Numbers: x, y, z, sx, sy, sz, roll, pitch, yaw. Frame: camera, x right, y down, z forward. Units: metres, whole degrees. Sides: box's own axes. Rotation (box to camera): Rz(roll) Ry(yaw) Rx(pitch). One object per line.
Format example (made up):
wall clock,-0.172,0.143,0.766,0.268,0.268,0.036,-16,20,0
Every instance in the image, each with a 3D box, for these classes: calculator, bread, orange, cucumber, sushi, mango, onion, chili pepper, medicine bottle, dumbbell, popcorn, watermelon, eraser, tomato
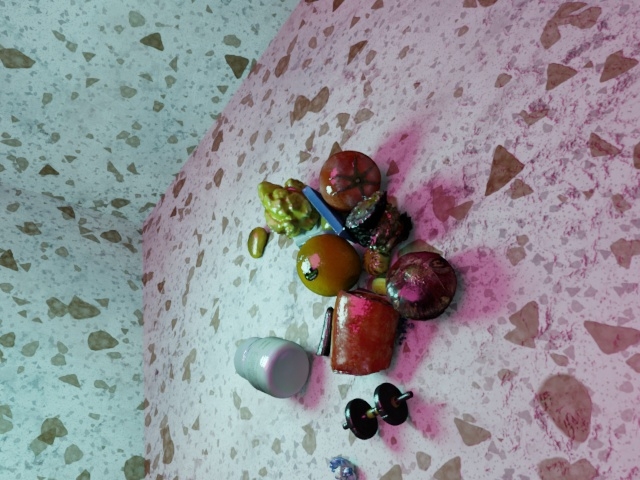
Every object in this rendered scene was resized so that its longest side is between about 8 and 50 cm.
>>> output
calculator,0.000,0.000,2.058,0.246,0.141,0.045,-20,71,44
bread,0.224,0.072,1.818,0.130,0.071,0.139,30,97,56
orange,0.034,0.103,1.875,0.274,0.274,0.274,-23,57,42
cucumber,0.029,0.384,1.920,0.052,0.058,0.214,121,162,-74
sushi,0.227,-0.056,1.751,0.238,0.219,0.225,-58,16,-16
mango,-0.354,0.010,2.515,0.115,0.090,0.177,15,94,44
onion,0.343,0.156,1.544,0.246,0.190,0.246,-21,45,23
chili pepper,0.164,0.339,1.685,0.252,0.229,0.305,6,93,21
mango,0.068,-0.124,2.074,0.122,0.086,0.191,33,101,53
medicine bottle,-0.222,0.544,1.998,0.302,0.241,0.241,0,74,50
dumbbell,0.192,0.591,1.569,0.325,0.143,0.143,-41,47,32
popcorn,-0.136,-0.182,2.212,0.290,0.326,0.321,-20,100,38
watermelon,0.275,0.163,1.747,0.182,0.075,0.092,3,121,52
eraser,0.046,-0.113,1.945,0.042,0.144,0.312,-48,53,13
tomato,0.118,-0.249,1.933,0.265,0.265,0.264,-23,57,42

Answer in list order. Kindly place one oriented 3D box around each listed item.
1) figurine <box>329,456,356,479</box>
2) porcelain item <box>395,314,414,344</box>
figurine,0.074,0.836,1.650,0.114,0.079,0.114,11,118,22
porcelain item,0.308,0.312,1.651,0.075,0.021,0.136,-13,65,44
